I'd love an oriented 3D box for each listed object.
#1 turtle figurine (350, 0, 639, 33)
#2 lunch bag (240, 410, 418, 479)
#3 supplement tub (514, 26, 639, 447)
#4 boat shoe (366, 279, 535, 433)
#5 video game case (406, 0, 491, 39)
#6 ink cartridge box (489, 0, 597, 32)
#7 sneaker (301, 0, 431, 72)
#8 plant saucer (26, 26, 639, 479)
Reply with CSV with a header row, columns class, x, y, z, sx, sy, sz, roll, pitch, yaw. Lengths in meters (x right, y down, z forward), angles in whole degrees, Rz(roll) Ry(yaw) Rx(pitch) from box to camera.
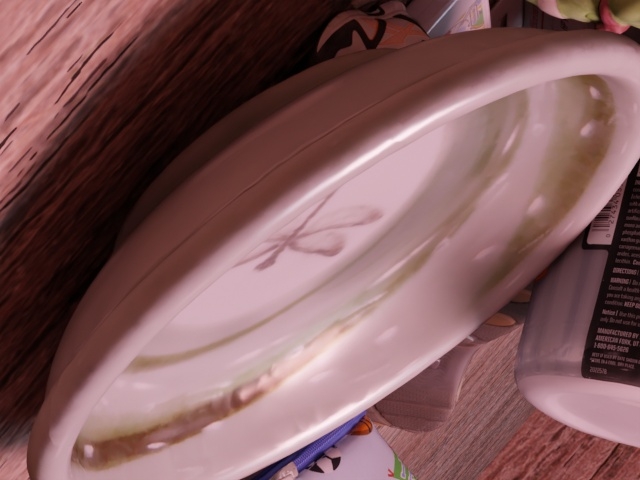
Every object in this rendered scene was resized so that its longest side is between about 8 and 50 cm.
class,x,y,z,sx,sy,sz,roll,pitch,yaw
turtle figurine,0.194,-0.218,0.992,0.266,0.274,0.198,-71,-179,-57
lunch bag,-0.081,0.227,1.186,0.243,0.115,0.303,-32,177,-44
supplement tub,0.253,-0.025,1.130,0.193,0.193,0.316,73,32,-72
boat shoe,0.088,0.017,1.317,0.355,0.132,0.130,120,-14,-54
video game case,0.040,-0.067,1.130,0.206,0.026,0.227,-48,165,-5
ink cartridge box,0.199,-0.189,1.226,0.180,0.060,0.104,-48,165,-8
sneaker,0.031,-0.107,0.973,0.109,0.044,0.040,-29,156,-50
plant saucer,0.000,0.000,0.940,0.400,0.100,0.400,-31,162,-12
